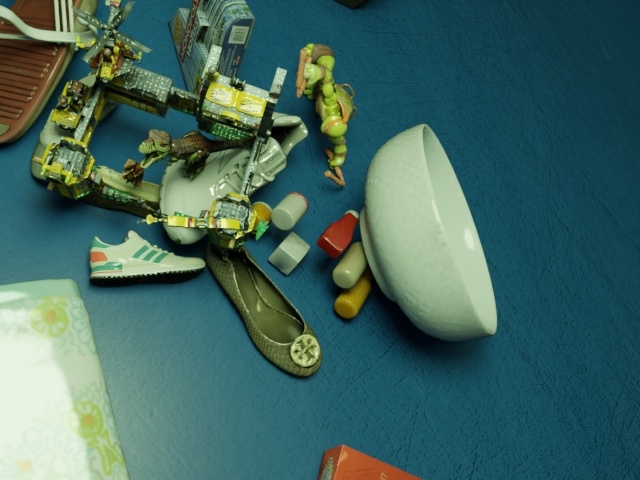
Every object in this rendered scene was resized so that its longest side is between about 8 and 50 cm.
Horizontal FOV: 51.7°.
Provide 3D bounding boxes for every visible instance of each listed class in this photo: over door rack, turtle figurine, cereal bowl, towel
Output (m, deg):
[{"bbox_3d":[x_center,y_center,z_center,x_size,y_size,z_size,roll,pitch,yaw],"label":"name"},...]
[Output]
[{"bbox_3d":[-0.466,-0.370,0.845,0.324,0.108,0.239,-6,76,-13],"label":"over door rack"},{"bbox_3d":[0.012,-0.242,1.104,0.087,0.269,0.217,-18,44,6],"label":"turtle figurine"},{"bbox_3d":[0.155,0.000,1.031,0.339,0.141,0.339,55,24,-40],"label":"cereal bowl"},{"bbox_3d":[-0.416,0.219,0.711,0.375,0.090,0.320,-10,72,-30],"label":"towel"}]

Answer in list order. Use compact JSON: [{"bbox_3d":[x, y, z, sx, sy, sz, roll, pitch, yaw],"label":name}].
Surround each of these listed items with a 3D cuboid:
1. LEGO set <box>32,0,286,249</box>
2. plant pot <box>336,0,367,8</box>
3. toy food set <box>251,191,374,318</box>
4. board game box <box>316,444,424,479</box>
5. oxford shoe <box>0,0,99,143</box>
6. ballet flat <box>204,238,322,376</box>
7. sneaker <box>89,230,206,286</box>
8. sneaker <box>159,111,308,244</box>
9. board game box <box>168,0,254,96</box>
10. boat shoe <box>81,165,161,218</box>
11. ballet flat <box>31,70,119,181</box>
[{"bbox_3d":[-0.191,-0.140,0.830,0.331,0.192,0.255,26,73,-5],"label":"LEGO set"},{"bbox_3d":[0.059,-0.590,1.337,0.188,0.167,0.187,21,56,-17],"label":"plant pot"},{"bbox_3d":[0.000,0.000,1.027,0.232,0.111,0.104,40,41,-1],"label":"toy food set"},{"bbox_3d":[0.122,0.446,0.872,0.317,0.064,0.242,27,55,-12],"label":"board game box"},{"bbox_3d":[-0.397,-0.286,0.973,0.123,0.130,0.348,17,76,6],"label":"oxford shoe"},{"bbox_3d":[-0.081,0.091,0.964,0.084,0.058,0.250,-32,81,-35],"label":"ballet flat"},{"bbox_3d":[-0.240,0.020,0.922,0.161,0.057,0.075,-3,71,-25],"label":"sneaker"},{"bbox_3d":[-0.128,-0.110,0.989,0.297,0.129,0.111,-58,134,-34],"label":"sneaker"},{"bbox_3d":[-0.190,-0.342,1.089,0.060,0.194,0.194,-7,53,-31],"label":"board game box"},{"bbox_3d":[-0.289,-0.077,0.955,0.153,0.056,0.048,16,48,-20],"label":"boat shoe"},{"bbox_3d":[-0.359,-0.179,0.959,0.072,0.068,0.213,15,53,10],"label":"ballet flat"}]
